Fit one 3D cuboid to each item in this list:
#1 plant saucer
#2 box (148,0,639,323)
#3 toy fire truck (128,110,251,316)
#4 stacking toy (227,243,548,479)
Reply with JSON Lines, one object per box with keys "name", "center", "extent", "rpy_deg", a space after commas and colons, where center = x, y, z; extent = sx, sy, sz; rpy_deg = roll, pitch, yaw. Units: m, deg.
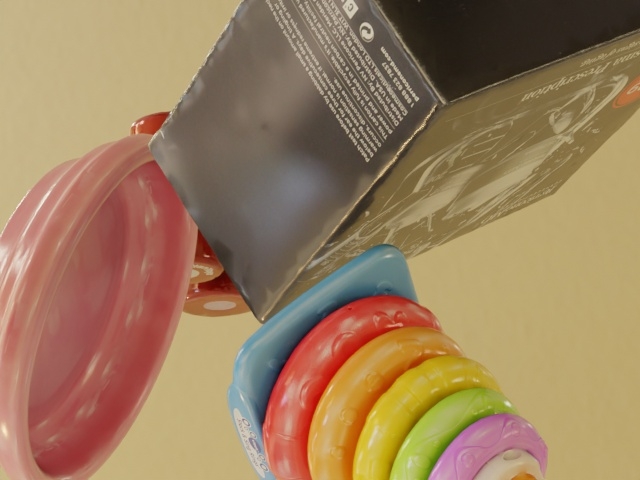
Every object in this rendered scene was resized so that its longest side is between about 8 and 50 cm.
{"name": "plant saucer", "center": [-0.215, 0.059, 1.612], "extent": [0.084, 0.332, 0.332], "rpy_deg": [19, 170, 16]}
{"name": "box", "center": [0.096, -0.131, 1.370], "extent": [0.343, 0.179, 0.312], "rpy_deg": [-23, 164, -36]}
{"name": "toy fire truck", "center": [-0.059, -0.034, 1.960], "extent": [0.253, 0.169, 0.302], "rpy_deg": [-8, 161, 16]}
{"name": "stacking toy", "center": [0.091, 0.150, 1.212], "extent": [0.165, 0.302, 0.175], "rpy_deg": [-37, 132, -21]}
